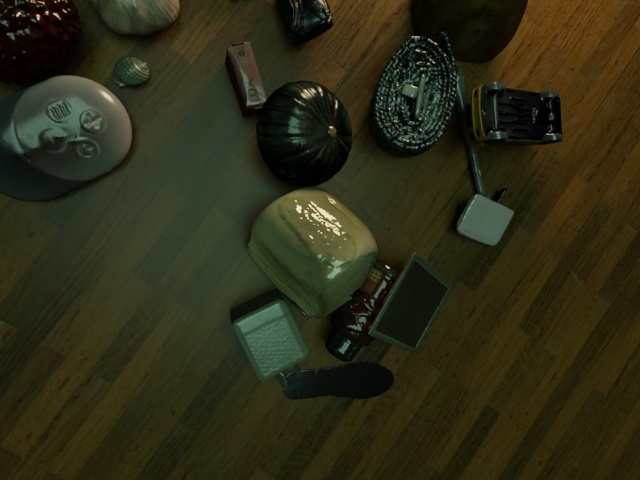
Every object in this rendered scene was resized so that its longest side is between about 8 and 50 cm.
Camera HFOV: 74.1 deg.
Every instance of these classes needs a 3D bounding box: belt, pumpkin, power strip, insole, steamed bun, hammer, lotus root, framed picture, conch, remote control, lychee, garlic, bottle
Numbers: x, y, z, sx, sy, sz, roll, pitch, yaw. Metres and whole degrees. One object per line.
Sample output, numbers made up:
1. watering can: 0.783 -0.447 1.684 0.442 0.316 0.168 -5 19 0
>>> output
1. belt: 0.237 -0.368 1.106 0.207 0.160 0.294 6 90 4
2. pumpkin: -0.045 -0.254 1.014 0.250 0.216 0.249 -33 136 -38
3. power strip: -0.117 0.256 1.063 0.139 0.140 0.224 -26 100 -11
4. insole: 0.055 0.394 1.181 0.322 0.007 0.109 0 92 -13
5. steamed bun: 0.000 0.000 1.013 0.290 0.273 0.272 40 68 6
6. hammer: 0.421 -0.281 1.211 0.152 0.044 0.426 -18 97 -13
7. lotus root: 0.397 -0.656 1.100 0.316 0.250 0.315 0 87 -5
8. framed picture: 0.245 0.175 1.127 0.296 0.019 0.232 34 85 -49
9. conch: -0.447 -0.397 0.988 0.085 0.056 0.076 -29 87 -11
10. remote control: -0.587 -0.221 0.932 0.332 0.103 0.221 -30 115 -9
11. lychee: -0.626 -0.445 0.848 0.264 0.300 0.264 3 96 30
12. garlic: -0.408 -0.570 0.907 0.219 0.212 0.218 -2 97 -19
13. bottle: 0.110 0.188 1.118 0.271 0.143 0.156 -56 142 -8

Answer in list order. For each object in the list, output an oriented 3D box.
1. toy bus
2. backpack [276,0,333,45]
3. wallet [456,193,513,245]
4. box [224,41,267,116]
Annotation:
1. toy bus: 0.506 -0.323 1.142 0.331 0.151 0.145 -5 93 -28
2. backpack: -0.043 -0.578 1.049 0.120 0.106 0.165 -19 81 10
3. wallet: 0.469 -0.057 1.214 0.183 0.032 0.124 16 106 -29
4. box: -0.180 -0.385 1.024 0.060 0.111 0.156 -20 100 -12
